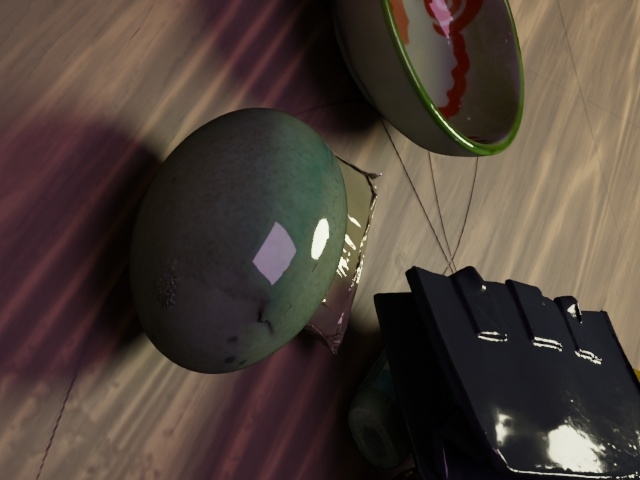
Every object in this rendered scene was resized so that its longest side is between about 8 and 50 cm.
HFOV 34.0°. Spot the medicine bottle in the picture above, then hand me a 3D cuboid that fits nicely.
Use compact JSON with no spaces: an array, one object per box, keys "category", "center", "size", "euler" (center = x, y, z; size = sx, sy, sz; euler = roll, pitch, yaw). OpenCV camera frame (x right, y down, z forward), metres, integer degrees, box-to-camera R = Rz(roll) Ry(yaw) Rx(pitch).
[{"category":"medicine bottle","center":[0.096,0.147,1.123],"size":[0.208,0.054,0.090],"euler":[-51,121,-47]}]

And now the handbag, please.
[{"category":"handbag","center":[0.205,0.146,1.093],"size":[0.326,0.118,0.269],"euler":[16,46,-39]}]

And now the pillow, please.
[{"category":"pillow","center":[0.000,0.000,1.033],"size":[0.119,0.053,0.208],"euler":[38,54,-36]}]

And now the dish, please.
[{"category":"dish","center":[0.099,-0.235,1.160],"size":[0.324,0.124,0.324],"euler":[28,55,-48]}]

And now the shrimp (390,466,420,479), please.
[{"category":"shrimp","center":[0.179,0.350,1.089],"size":[0.372,0.172,0.137],"euler":[42,54,-41]}]

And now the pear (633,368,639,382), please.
[{"category":"pear","center":[0.344,0.257,1.292],"size":[0.209,0.209,0.208],"euler":[14,72,-50]}]

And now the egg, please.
[{"category":"egg","center":[-0.066,-0.002,0.856],"size":[0.169,0.169,0.236],"euler":[44,48,-37]}]
